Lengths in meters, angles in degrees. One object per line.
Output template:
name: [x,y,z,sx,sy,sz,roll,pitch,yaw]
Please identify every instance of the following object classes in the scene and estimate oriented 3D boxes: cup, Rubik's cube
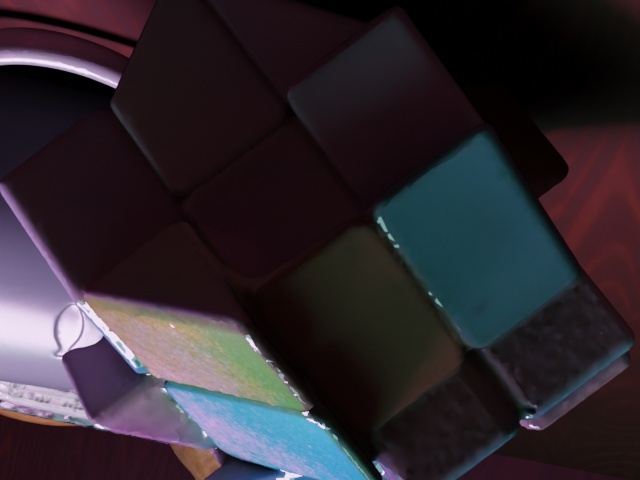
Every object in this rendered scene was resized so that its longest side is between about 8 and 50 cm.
cup: [-0.207,-0.034,1.487,0.274,0.259,0.356,12,139,-8]
Rubik's cube: [-0.004,0.013,1.219,0.368,0.358,0.387,52,-178,19]

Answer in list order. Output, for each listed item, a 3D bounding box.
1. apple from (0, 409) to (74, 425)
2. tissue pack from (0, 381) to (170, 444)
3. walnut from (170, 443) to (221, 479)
apple: [-0.311,0.112,2.264,0.309,0.252,0.314,22,-174,-18]
tissue pack: [-0.196,0.110,2.113,0.361,0.259,0.122,13,131,-15]
walnut: [-0.049,0.157,1.818,0.283,0.227,0.283,47,168,13]
